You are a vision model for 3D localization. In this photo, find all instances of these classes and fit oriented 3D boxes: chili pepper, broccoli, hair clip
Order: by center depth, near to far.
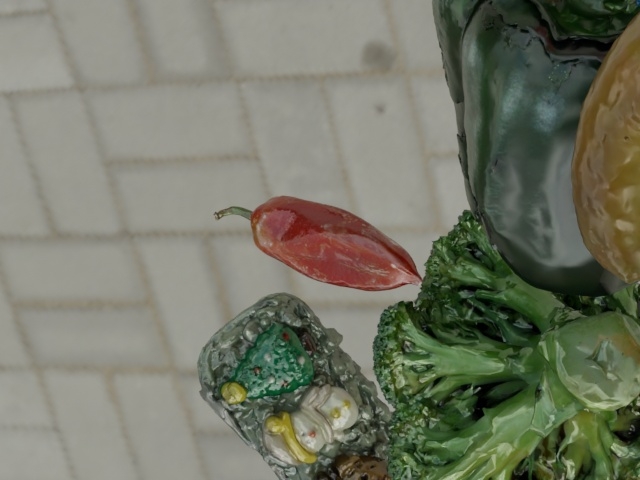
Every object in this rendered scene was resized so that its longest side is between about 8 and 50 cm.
[{"bbox_3d":[0.198,-0.101,1.200,0.248,0.233,0.257,-12,128,-13],"label":"chili pepper"},{"bbox_3d":[0.163,0.109,1.351,0.254,0.269,0.269,23,127,-6],"label":"broccoli"},{"bbox_3d":[0.001,-0.001,1.363,0.191,0.050,0.059,20,109,31],"label":"chili pepper"},{"bbox_3d":[0.019,0.198,1.634,0.138,0.091,0.321,-38,117,-3],"label":"hair clip"}]

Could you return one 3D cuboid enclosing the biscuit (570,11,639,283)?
[{"bbox_3d":[0.261,-0.048,0.905,0.274,0.091,0.213,10,127,23],"label":"biscuit"}]
